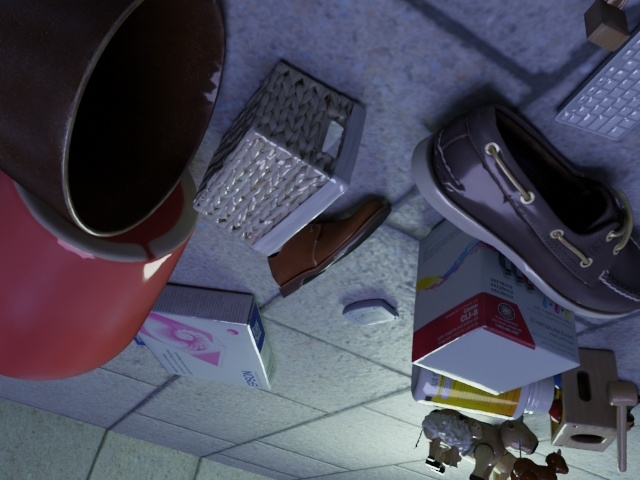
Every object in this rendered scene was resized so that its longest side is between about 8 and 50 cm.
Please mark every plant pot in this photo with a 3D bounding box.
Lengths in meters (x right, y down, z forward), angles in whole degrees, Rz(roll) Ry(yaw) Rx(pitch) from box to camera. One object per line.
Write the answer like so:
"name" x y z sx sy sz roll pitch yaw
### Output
"plant pot" -0.283 -0.007 0.620 0.275 0.275 0.243 30 132 -25
"plant pot" -0.233 -0.148 0.444 0.230 0.215 0.215 25 147 5

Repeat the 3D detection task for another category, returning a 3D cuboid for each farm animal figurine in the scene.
"farm animal figurine" 0.376 0.455 1.168 0.326 0.172 0.330 17 156 14

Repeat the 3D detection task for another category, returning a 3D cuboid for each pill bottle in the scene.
"pill bottle" 0.266 0.229 0.894 0.215 0.117 0.117 10 146 4

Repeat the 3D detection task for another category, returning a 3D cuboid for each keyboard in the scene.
"keyboard" 0.287 -0.166 0.397 0.072 0.014 0.256 19 146 -10

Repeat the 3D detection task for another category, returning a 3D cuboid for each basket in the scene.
"basket" -0.047 -0.078 0.545 0.103 0.113 0.167 28 143 -19

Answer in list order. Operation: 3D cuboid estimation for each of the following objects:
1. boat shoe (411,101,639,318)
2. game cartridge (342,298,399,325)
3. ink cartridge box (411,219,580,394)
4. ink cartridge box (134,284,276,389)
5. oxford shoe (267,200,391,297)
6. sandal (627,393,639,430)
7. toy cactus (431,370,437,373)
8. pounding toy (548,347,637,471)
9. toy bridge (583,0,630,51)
"boat shoe" 0.244 -0.021 0.539 0.324 0.117 0.096 32 145 -17
"game cartridge" 0.080 0.119 0.883 0.083 0.017 0.056 -19 139 38
"ink cartridge box" 0.195 0.062 0.618 0.128 0.176 0.127 22 143 -16
"ink cartridge box" -0.267 0.190 1.054 0.330 0.071 0.324 5 146 8
"oxford shoe" 0.000 0.000 0.692 0.212 0.076 0.076 -35 85 36
"sandal" 0.538 0.334 1.000 0.090 0.060 0.219 -7 144 3
"toy cactus" 0.224 0.114 0.772 0.180 0.112 0.219 46 137 -9
"pounding toy" 0.412 0.260 0.835 0.094 0.181 0.206 3 145 14
"toy bridge" 0.228 -0.204 0.313 0.026 0.063 0.188 18 148 -9
